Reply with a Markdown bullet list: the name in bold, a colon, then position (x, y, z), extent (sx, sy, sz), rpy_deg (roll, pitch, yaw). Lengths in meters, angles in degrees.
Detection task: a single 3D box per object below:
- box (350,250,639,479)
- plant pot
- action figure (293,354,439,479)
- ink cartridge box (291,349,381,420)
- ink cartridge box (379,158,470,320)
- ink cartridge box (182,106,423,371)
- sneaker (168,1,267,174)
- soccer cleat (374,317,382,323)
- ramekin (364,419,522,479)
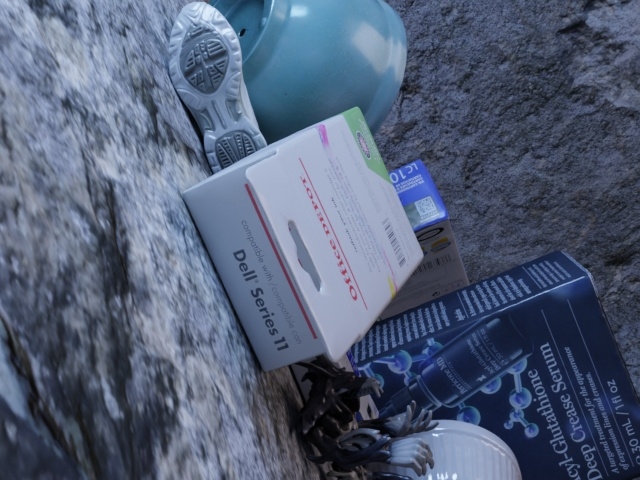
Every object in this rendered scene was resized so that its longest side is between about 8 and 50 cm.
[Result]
- **box**: position (0.237, 0.231, 1.412), extent (0.212, 0.395, 0.294), rpy_deg (-71, 138, -81)
- **plant pot**: position (-0.055, -0.249, 1.334), extent (0.196, 0.293, 0.293), rpy_deg (27, 32, -39)
- **action figure**: position (0.062, 0.228, 1.057), extent (0.164, 0.140, 0.276), rpy_deg (-56, 126, -70)
- **ink cartridge box**: position (-0.017, 0.097, 1.216), extent (0.165, 0.065, 0.333), rpy_deg (-8, 74, -85)
- **ink cartridge box**: position (0.121, 0.019, 1.844), extent (0.395, 0.270, 0.151), rpy_deg (60, 7, -59)
- **ink cartridge box**: position (-0.017, -0.003, 1.026), extent (0.207, 0.119, 0.353), rpy_deg (66, 23, -7)
- **sneaker**: position (-0.128, -0.175, 1.202), extent (0.115, 0.090, 0.232), rpy_deg (-123, -162, -80)
- **soccer cleat**: position (0.046, 0.148, 1.692), extent (0.121, 0.093, 0.289), rpy_deg (37, -1, 19)
- **ramekin**: position (0.156, 0.341, 1.237), extent (0.109, 0.207, 0.207), rpy_deg (-85, 153, -60)
